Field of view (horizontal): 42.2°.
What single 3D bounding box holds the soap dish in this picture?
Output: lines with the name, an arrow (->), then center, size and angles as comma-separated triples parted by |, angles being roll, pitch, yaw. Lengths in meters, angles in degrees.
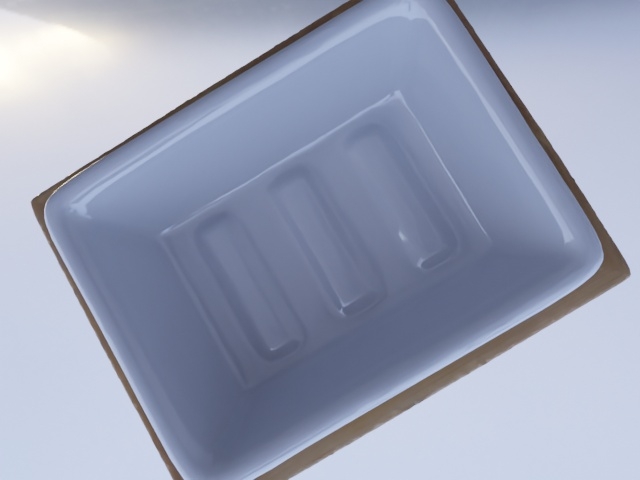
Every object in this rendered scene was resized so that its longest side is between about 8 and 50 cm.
soap dish -> 0.000, 0.000, 0.518 | 0.291, 0.229, 0.118 | -31, 171, 3
